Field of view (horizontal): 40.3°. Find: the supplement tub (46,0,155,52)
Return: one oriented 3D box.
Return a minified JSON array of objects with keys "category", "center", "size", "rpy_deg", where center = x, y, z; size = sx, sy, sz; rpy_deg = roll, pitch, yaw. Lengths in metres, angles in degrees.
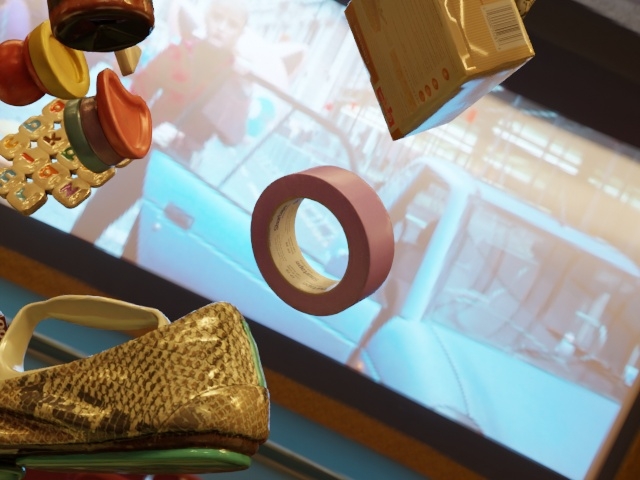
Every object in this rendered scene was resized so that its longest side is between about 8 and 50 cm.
[{"category":"supplement tub","center":[-0.232,-0.300,0.886],"size":[0.106,0.197,0.106],"rpy_deg":[-10,-10,-2]}]

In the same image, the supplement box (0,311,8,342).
[{"category":"supplement box","center":[-0.606,0.180,1.562],"size":[0.073,0.130,0.239],"rpy_deg":[-13,12,-26]}]

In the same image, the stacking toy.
[{"category":"stacking toy","center":[-0.405,-0.271,1.411],"size":[0.131,0.279,0.309],"rpy_deg":[-17,-34,13]}]

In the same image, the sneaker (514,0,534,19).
[{"category":"sneaker","center":[0.134,-0.392,0.941],"size":[0.410,0.182,0.158],"rpy_deg":[33,-18,-23]}]

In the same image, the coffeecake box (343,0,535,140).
[{"category":"coffeecake box","center":[0.097,-0.187,0.776],"size":[0.068,0.142,0.185],"rpy_deg":[-19,-5,-16]}]

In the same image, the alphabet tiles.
[{"category":"alphabet tiles","center":[-0.467,-0.164,1.603],"size":[0.278,0.284,0.021],"rpy_deg":[32,-23,34]}]

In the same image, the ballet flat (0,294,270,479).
[{"category":"ballet flat","center":[-0.278,0.149,0.783],"size":[0.483,0.181,0.164],"rpy_deg":[-14,-24,11]}]

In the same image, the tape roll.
[{"category":"tape roll","center":[0.000,0.000,1.640],"size":[0.275,0.274,0.090],"rpy_deg":[26,28,27]}]
